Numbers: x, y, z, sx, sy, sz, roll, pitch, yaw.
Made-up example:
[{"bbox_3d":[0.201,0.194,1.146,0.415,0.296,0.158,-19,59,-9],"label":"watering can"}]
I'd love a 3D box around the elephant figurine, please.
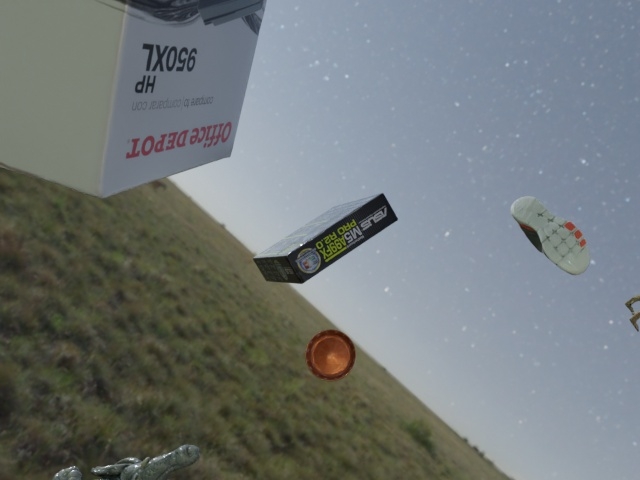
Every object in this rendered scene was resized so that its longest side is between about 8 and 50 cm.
[{"bbox_3d":[-0.350,0.462,1.242,0.186,0.239,0.170,14,-64,50],"label":"elephant figurine"}]

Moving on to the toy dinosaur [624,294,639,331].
[{"bbox_3d":[0.437,0.076,0.868,0.183,0.092,0.053,36,33,-33],"label":"toy dinosaur"}]

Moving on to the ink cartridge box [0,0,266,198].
[{"bbox_3d":[-0.160,-0.263,0.617,0.166,0.395,0.285,19,18,10],"label":"ink cartridge box"}]

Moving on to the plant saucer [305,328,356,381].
[{"bbox_3d":[0.017,0.186,1.110,0.083,0.083,0.013,41,-8,16],"label":"plant saucer"}]

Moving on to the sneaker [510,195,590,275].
[{"bbox_3d":[0.350,-0.002,1.032,0.158,0.061,0.065,61,3,40],"label":"sneaker"}]

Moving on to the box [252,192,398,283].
[{"bbox_3d":[0.000,0.000,1.307,0.060,0.216,0.270,59,-17,-7],"label":"box"}]
